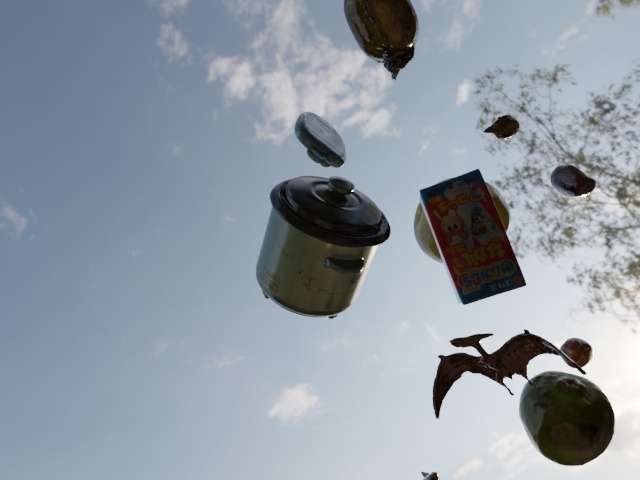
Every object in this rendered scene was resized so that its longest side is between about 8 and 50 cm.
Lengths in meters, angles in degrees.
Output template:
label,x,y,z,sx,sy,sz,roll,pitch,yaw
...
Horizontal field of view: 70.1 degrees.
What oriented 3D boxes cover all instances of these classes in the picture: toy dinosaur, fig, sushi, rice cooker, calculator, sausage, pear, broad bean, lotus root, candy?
label,x,y,z,sx,sy,sz,roll,pitch,yaw
toy dinosaur,0.396,0.294,1.002,0.328,0.112,0.206,-7,-56,27
fig,0.585,0.439,1.095,0.208,0.207,0.229,7,-88,-21
sushi,0.398,-0.248,0.988,0.099,0.047,0.050,-8,-47,-38
rice cooker,0.000,0.000,0.992,0.265,0.316,0.316,4,-52,-25
calculator,0.003,-0.307,1.392,0.188,0.302,0.042,35,-63,-21
sausage,0.754,0.329,1.342,0.089,0.089,0.179,-44,-32,21
pear,0.513,-0.068,1.678,0.349,0.348,0.348,-8,-50,-9
broad bean,0.872,-0.206,1.592,0.085,0.165,0.114,-5,-54,-16
lotus root,0.153,-0.578,1.170,0.141,0.169,0.314,-47,-67,-30
candy,0.368,-0.005,1.127,0.158,0.305,0.100,-20,-9,10

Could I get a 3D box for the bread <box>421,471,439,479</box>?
label,x,y,z,sx,sy,sz,roll,pitch,yaw
bread,0.197,0.726,0.947,0.394,0.361,0.250,-36,-6,-2
